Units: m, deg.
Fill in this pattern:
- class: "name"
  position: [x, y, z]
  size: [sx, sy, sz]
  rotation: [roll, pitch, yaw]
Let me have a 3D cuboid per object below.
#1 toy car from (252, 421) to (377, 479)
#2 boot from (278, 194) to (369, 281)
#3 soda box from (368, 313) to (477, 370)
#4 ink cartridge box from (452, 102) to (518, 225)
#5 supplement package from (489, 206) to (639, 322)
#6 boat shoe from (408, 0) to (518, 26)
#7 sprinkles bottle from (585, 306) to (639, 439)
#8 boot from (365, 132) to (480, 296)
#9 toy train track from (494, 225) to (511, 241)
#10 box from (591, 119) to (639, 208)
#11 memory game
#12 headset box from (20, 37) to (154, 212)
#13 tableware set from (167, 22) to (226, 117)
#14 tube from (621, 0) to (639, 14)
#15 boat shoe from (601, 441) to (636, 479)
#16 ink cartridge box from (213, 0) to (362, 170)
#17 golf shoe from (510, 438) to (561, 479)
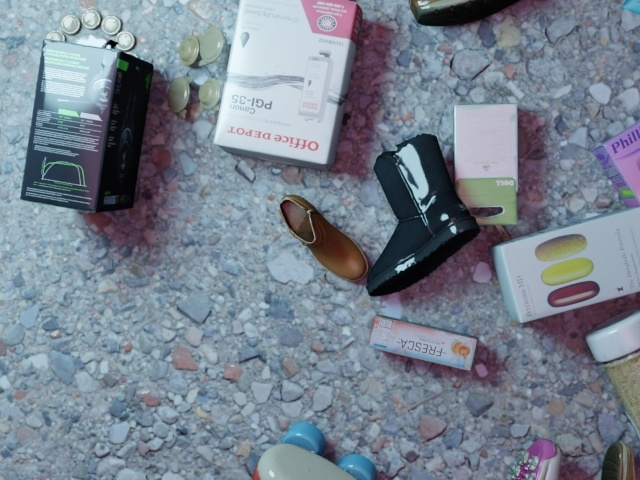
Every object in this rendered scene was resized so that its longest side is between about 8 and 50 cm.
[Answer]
- class: "toy car"
  position: [-0.046, 0.483, 1.784]
  size: [0.210, 0.219, 0.238]
  rotation: [30, 121, 3]
- class: "boot"
  position: [0.000, 0.000, 1.775]
  size: [0.197, 0.152, 0.073]
  rotation: [42, 93, 4]
- class: "soda box"
  position: [0.177, 0.176, 1.805]
  size: [0.183, 0.063, 0.058]
  rotation: [13, 91, 5]
- class: "ink cartridge box"
  position: [0.285, -0.130, 1.797]
  size: [0.109, 0.062, 0.209]
  rotation: [-1, 90, 5]
- class: "supplement package"
  position: [0.424, 0.041, 1.741]
  size: [0.244, 0.134, 0.139]
  rotation: [-16, 90, 0]
- class: "boat shoe"
  position: [0.302, -0.464, 1.777]
  size: [0.324, 0.122, 0.120]
  rotation: [-19, 83, -4]
- class: "sprinkles bottle"
  position: [0.579, 0.291, 1.742]
  size: [0.121, 0.121, 0.355]
  rotation: [-28, 88, 4]
- class: "boot"
  position: [0.143, -0.044, 1.796]
  size: [0.246, 0.094, 0.207]
  rotation: [-40, 62, 32]
- class: "toy train track"
  position: [0.327, 0.001, 1.816]
  size: [0.048, 0.014, 0.083]
  rotation: [-33, 91, 0]
- class: "box"
  position: [0.619, -0.111, 1.742]
  size: [0.213, 0.117, 0.243]
  rotation: [-31, 87, 4]
- class: "memory game"
  position: [-0.417, -0.326, 1.881]
  size: [0.186, 0.012, 0.186]
  rotation: [0, 89, 4]
- class: "headset box"
  position: [-0.386, -0.199, 1.753]
  size: [0.131, 0.246, 0.283]
  rotation: [9, 94, 3]
- class: "tableware set"
  position: [-0.216, -0.297, 1.822]
  size: [0.141, 0.020, 0.169]
  rotation: [11, 93, 46]
- class: "tube"
  position: [0.627, -0.385, 1.781]
  size: [0.207, 0.052, 0.080]
  rotation: [32, 83, 10]
- class: "boat shoe"
  position: [0.524, 0.437, 1.782]
  size: [0.072, 0.068, 0.190]
  rotation: [2, 100, -7]
- class: "ink cartridge box"
  position: [-0.054, -0.278, 1.798]
  size: [0.207, 0.117, 0.283]
  rotation: [11, 91, 4]
- class: "golf shoe"
  position: [0.379, 0.490, 1.776]
  size: [0.140, 0.115, 0.306]
  rotation: [12, 97, -6]
